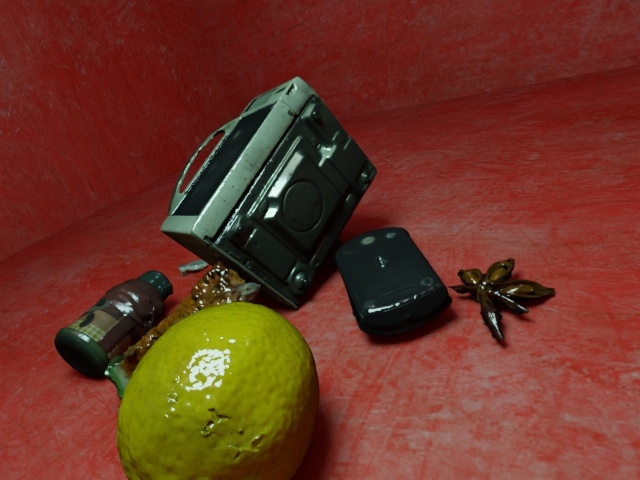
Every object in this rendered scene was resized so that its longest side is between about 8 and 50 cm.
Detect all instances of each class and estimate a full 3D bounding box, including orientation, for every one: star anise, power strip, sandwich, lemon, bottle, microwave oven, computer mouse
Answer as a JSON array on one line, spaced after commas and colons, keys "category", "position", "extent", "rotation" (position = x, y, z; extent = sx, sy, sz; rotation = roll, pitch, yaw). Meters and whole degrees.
[{"category": "star anise", "position": [0.315, 0.084, 0.728], "extent": [0.157, 0.053, 0.212], "rotation": [-20, 23, -4]}, {"category": "power strip", "position": [-0.378, 0.082, 1.244], "extent": [0.083, 0.035, 0.055], "rotation": [-12, 22, -18]}, {"category": "sandwich", "position": [-0.215, 0.173, 0.781], "extent": [0.301, 0.162, 0.250], "rotation": [-42, 1, 25]}, {"category": "lemon", "position": [-0.122, 0.209, 0.542], "extent": [0.267, 0.267, 0.267], "rotation": [-15, 25, 7]}, {"category": "bottle", "position": [-0.460, 0.176, 0.969], "extent": [0.156, 0.143, 0.271], "rotation": [18, 39, 13]}, {"category": "microwave oven", "position": [-0.101, -0.100, 0.932], "extent": [0.247, 0.333, 0.394], "rotation": [10, 64, 49]}, {"category": "computer mouse", "position": [0.130, 0.079, 0.809], "extent": [0.170, 0.100, 0.269], "rotation": [-23, 30, 3]}]

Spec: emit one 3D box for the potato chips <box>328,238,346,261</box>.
[{"category": "potato chips", "position": [0.000, 0.000, 1.090], "extent": [0.057, 0.080, 0.407], "rotation": [-60, 32, 1]}]
